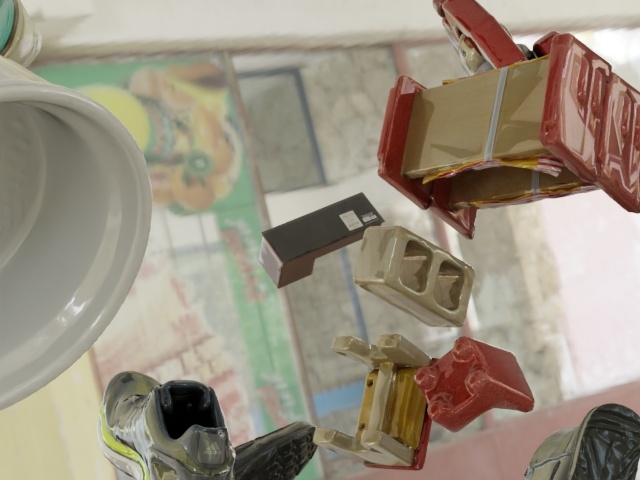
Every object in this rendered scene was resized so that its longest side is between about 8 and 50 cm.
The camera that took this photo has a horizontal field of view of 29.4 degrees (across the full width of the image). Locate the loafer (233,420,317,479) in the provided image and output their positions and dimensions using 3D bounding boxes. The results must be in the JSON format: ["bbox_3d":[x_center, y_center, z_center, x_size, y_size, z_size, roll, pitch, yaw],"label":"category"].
[{"bbox_3d":[-0.097,0.281,1.507,0.223,0.076,0.078,-28,38,-34],"label":"loafer"}]

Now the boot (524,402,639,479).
[{"bbox_3d":[0.278,0.311,1.375,0.094,0.246,0.207,22,-20,3],"label":"boot"}]

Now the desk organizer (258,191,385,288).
[{"bbox_3d":[0.000,0.000,1.314,0.130,0.047,0.050,-23,-31,-24],"label":"desk organizer"}]

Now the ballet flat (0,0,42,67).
[{"bbox_3d":[-0.364,-0.246,1.417,0.086,0.086,0.248,-12,34,-19],"label":"ballet flat"}]

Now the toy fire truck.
[{"bbox_3d":[0.238,-0.223,1.647,0.169,0.254,0.302,-37,-26,4],"label":"toy fire truck"}]

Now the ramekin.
[{"bbox_3d":[-0.275,-0.013,0.907,0.277,0.277,0.135,-9,35,-44],"label":"ramekin"}]

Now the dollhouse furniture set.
[{"bbox_3d":[0.150,0.024,1.080,0.201,0.374,0.152,-7,-27,44],"label":"dollhouse furniture set"}]

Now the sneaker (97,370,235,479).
[{"bbox_3d":[-0.147,0.188,1.232,0.111,0.121,0.300,3,15,-28],"label":"sneaker"}]
